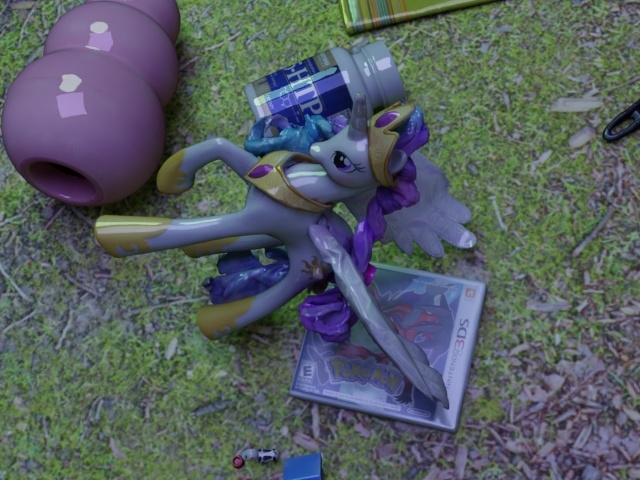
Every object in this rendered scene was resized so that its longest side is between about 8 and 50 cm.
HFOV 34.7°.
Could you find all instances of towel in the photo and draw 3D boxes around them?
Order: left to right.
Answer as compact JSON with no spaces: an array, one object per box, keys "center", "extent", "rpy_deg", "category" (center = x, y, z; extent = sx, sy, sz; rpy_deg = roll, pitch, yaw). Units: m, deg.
[{"center":[0.141,-0.350,1.401],"extent":[0.237,0.021,0.102],"rpy_deg":[-12,72,5],"category":"towel"}]

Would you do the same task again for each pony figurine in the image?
[{"center":[0.000,0.000,1.107],"extent":[0.363,0.351,0.303],"rpy_deg":[-16,47,27],"category":"pony figurine"}]

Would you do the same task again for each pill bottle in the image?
[{"center":[0.007,-0.181,1.305],"extent":[0.186,0.112,0.112],"rpy_deg":[-23,66,0],"category":"pill bottle"}]

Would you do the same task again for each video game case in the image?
[{"center":[0.081,0.118,1.215],"extent":[0.201,0.023,0.183],"rpy_deg":[10,70,15],"category":"video game case"}]

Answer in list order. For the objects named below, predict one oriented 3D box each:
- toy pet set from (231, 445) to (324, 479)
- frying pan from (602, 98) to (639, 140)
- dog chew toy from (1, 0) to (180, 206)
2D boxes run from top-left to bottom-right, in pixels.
[{"center":[-0.049,0.287,1.147],"extent":[0.114,0.065,0.122],"rpy_deg":[-11,67,6],"category":"toy pet set"},{"center":[0.487,-0.254,1.283],"extent":[0.326,0.053,0.197],"rpy_deg":[-14,66,1],"category":"frying pan"},{"center":[-0.277,-0.211,1.332],"extent":[0.206,0.207,0.332],"rpy_deg":[9,61,14],"category":"dog chew toy"}]
